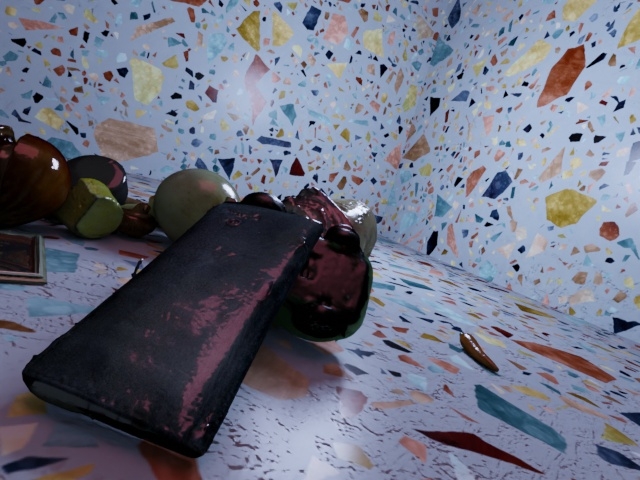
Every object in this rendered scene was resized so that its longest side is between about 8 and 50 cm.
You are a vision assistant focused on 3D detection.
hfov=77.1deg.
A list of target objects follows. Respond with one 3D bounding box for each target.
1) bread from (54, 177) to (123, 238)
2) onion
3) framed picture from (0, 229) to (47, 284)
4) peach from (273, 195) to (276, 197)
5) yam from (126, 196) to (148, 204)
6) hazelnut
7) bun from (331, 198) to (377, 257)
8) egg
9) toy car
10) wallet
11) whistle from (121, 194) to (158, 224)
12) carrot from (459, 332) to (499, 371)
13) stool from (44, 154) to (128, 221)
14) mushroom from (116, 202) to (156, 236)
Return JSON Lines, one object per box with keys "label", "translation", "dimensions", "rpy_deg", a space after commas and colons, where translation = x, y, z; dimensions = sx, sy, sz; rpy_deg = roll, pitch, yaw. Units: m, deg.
{"label": "bread", "translation": [-0.532, -0.068, 0.937], "dimensions": [0.114, 0.129, 0.111], "rpy_deg": [32, -2, 36]}
{"label": "onion", "translation": [-0.069, 0.045, 0.917], "dimensions": [0.314, 0.146, 0.280], "rpy_deg": [-20, 61, -22]}
{"label": "framed picture", "translation": [-0.575, 0.011, 0.656], "dimensions": [0.216, 0.016, 0.273], "rpy_deg": [10, 10, -38]}
{"label": "peach", "translation": [-0.185, -0.073, 1.457], "dimensions": [0.192, 0.191, 0.190], "rpy_deg": [-1, -2, 30]}
{"label": "yam", "translation": [-0.655, -0.125, 1.372], "dimensions": [0.263, 0.046, 0.046], "rpy_deg": [16, 7, 1]}
{"label": "hazelnut", "translation": [-0.653, -0.118, 0.814], "dimensions": [0.251, 0.218, 0.217], "rpy_deg": [4, 10, -13]}
{"label": "bun", "translation": [0.000, 0.000, 1.194], "dimensions": [0.325, 0.235, 0.362], "rpy_deg": [11, 23, 29]}
{"label": "egg", "translation": [-0.344, -0.090, 1.104], "dimensions": [0.218, 0.219, 0.295], "rpy_deg": [9, 11, -46]}
{"label": "toy car", "translation": [-0.091, 0.054, 0.723], "dimensions": [0.358, 0.177, 0.214], "rpy_deg": [21, 51, -6]}
{"label": "wallet", "translation": [-0.135, 0.058, 0.498], "dimensions": [0.190, 0.046, 0.379], "rpy_deg": [15, 36, 10]}
{"label": "whistle", "translation": [-0.481, -0.107, 1.270], "dimensions": [0.293, 0.141, 0.141], "rpy_deg": [14, 8, -14]}
{"label": "carrot", "translation": [0.339, 0.241, 0.875], "dimensions": [0.035, 0.035, 0.142], "rpy_deg": [14, 15, -13]}
{"label": "stool", "translation": [-0.611, -0.123, 1.048], "dimensions": [0.227, 0.139, 0.153], "rpy_deg": [-26, 63, -34]}
{"label": "mushroom", "translation": [-0.484, -0.050, 1.043], "dimensions": [0.109, 0.085, 0.126], "rpy_deg": [-10, 3, 6]}
